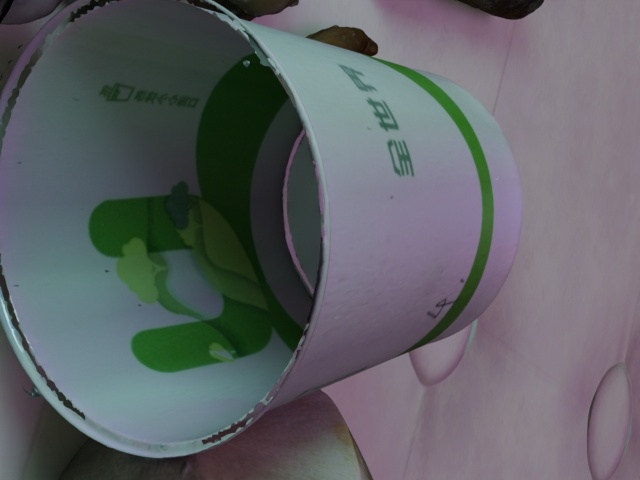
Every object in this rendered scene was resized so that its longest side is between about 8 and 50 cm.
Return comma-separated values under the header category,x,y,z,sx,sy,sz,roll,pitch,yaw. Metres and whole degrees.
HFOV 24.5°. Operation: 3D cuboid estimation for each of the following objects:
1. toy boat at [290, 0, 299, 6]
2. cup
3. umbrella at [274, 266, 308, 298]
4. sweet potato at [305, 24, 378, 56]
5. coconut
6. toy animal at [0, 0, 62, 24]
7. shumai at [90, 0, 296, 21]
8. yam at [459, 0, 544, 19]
category,x,y,z,sx,sy,sz,roll,pitch,yaw
toy boat,-0.038,-0.243,1.013,0.066,0.065,0.172,-29,126,-37
cup,-0.023,-0.018,0.881,0.274,0.253,0.253,-7,102,-53
umbrella,0.000,-0.002,1.126,0.071,0.080,0.224,52,39,-4
sweet potato,-0.007,-0.131,1.105,0.214,0.050,0.050,-40,128,-51
coconut,-0.063,0.194,0.919,0.241,0.241,0.241,-17,110,-56
toy animal,-0.155,-0.236,0.653,0.344,0.194,0.303,-59,160,21
shumai,-0.056,-0.208,0.869,0.166,0.175,0.206,-30,122,-35
yam,0.122,-0.234,1.279,0.253,0.061,0.061,0,96,-57
